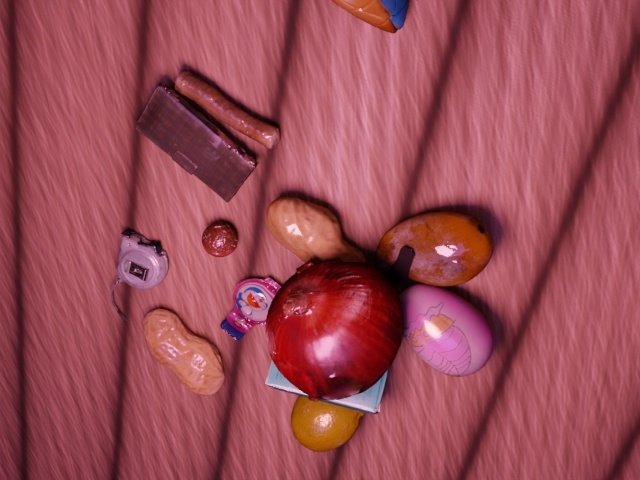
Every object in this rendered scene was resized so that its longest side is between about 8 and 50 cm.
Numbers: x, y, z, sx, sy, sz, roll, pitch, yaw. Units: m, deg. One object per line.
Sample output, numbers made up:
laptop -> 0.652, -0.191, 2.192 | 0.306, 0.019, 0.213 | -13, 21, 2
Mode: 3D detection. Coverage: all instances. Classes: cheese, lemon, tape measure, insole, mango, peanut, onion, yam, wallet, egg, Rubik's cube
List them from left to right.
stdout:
tape measure -> -0.545, 0.140, 1.698 | 0.164, 0.084, 0.330 | 21, 114, 10
peanut -> -0.409, 0.332, 1.717 | 0.313, 0.149, 0.149 | 42, 115, 0
wallet -> -0.322, -0.251, 1.490 | 0.317, 0.044, 0.169 | 40, 128, -6
yam -> -0.233, -0.327, 1.442 | 0.300, 0.066, 0.066 | 33, 116, -2
cheese -> -0.199, 0.198, 1.647 | 0.155, 0.062, 0.244 | 41, 116, -7
peanut -> 0.000, 0.000, 1.476 | 0.319, 0.147, 0.147 | 41, 115, -9
lemon -> 0.018, 0.504, 1.651 | 0.248, 0.184, 0.184 | -29, 102, 17
onion -> 0.033, 0.226, 1.379 | 0.341, 0.341, 0.341 | 5, 113, 12
Rubik's cube -> 0.083, -0.602, 1.223 | 0.255, 0.254, 0.254 | 5, 113, 12
insole -> 0.198, 0.064, 1.412 | 0.053, 0.002, 0.152 | 33, 145, 17
mango -> 0.269, 0.024, 1.421 | 0.316, 0.146, 0.192 | -9, 113, 38
egg -> 0.312, 0.224, 1.456 | 0.271, 0.196, 0.196 | 42, 115, -12

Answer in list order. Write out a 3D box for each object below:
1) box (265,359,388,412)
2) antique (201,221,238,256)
box -> 0.027, 0.338, 1.565 | 0.312, 0.118, 0.205 | 11, 73, 10
antique -> -0.273, -0.003, 1.563 | 0.104, 0.104, 0.104 | 5, 113, 12
